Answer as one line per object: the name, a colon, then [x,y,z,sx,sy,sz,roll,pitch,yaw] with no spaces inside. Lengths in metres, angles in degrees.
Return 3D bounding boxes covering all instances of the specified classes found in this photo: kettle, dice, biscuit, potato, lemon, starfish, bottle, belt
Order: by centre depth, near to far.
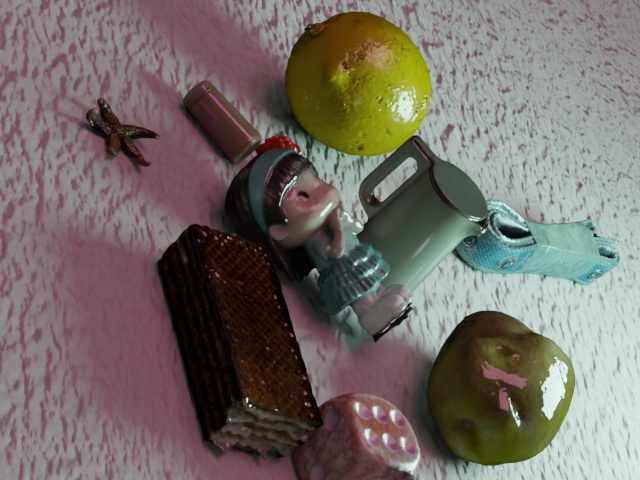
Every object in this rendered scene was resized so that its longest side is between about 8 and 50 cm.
dice: [0.036,0.211,1.853,0.093,0.091,0.094,17,39,-41]
biscuit: [-0.082,0.101,1.862,0.106,0.070,0.252,19,39,-37]
starfish: [-0.210,-0.113,2.010,0.091,0.028,0.078,52,36,6]
potato: [0.198,0.165,2.084,0.154,0.137,0.200,18,26,13]
bottle: [-0.113,-0.136,2.147,0.096,0.045,0.045,47,29,8]
kettle: [0.110,-0.024,2.185,0.098,0.148,0.127,17,39,-39]
lemon: [0.048,-0.187,2.289,0.206,0.173,0.173,27,33,-47]
belt: [0.284,0.002,2.451,0.302,0.072,0.087,7,49,-48]

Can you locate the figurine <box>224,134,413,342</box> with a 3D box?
figurine: [0.000,0.000,2.065,0.245,0.110,0.138,48,20,-3]
